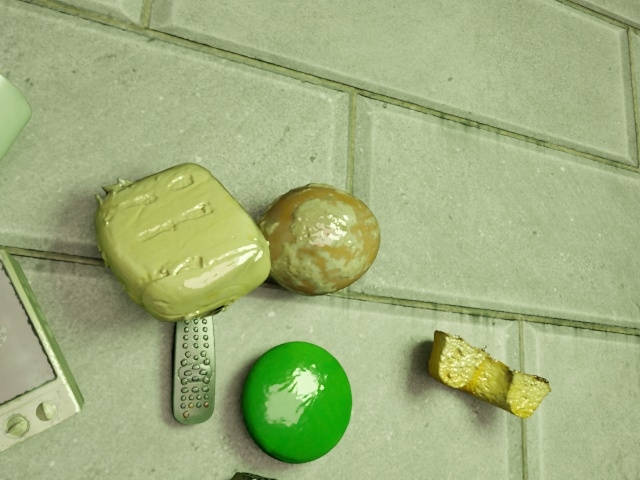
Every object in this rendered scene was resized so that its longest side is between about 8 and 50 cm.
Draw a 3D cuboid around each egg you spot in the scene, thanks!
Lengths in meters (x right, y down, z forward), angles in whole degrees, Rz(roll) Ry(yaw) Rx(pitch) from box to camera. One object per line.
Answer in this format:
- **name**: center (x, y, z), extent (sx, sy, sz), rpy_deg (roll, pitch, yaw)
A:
- **egg**: center (0.000, 0.000, 1.124), extent (0.245, 0.203, 0.203), rpy_deg (-8, 82, -35)

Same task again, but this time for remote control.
- **remote control**: center (-0.215, 0.195, 1.061), extent (0.072, 0.042, 0.221), rpy_deg (3, 78, -24)

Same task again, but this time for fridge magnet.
- **fridge magnet**: center (-0.041, 0.281, 1.101), extent (0.208, 0.088, 0.207), rpy_deg (7, 75, -26)

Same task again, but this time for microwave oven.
- **microwave oven**: center (-0.446, 0.156, 0.874), extent (0.145, 0.194, 0.240), rpy_deg (-26, 91, -24)

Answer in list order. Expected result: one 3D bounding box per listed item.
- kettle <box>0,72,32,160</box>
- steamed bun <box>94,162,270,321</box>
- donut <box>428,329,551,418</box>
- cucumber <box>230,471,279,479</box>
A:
- **kettle**: center (-0.597, -0.118, 0.856), extent (0.265, 0.205, 0.317), rpy_deg (29, 70, -21)
- **steamed bun**: center (-0.228, 0.011, 1.024), extent (0.232, 0.166, 0.273), rpy_deg (-34, 65, -22)
- **donut**: center (0.310, 0.259, 1.254), extent (0.259, 0.152, 0.101), rpy_deg (25, 84, -14)
- **cucumber**: center (-0.022, 0.463, 1.079), extent (0.300, 0.072, 0.072), rpy_deg (25, 68, -22)
